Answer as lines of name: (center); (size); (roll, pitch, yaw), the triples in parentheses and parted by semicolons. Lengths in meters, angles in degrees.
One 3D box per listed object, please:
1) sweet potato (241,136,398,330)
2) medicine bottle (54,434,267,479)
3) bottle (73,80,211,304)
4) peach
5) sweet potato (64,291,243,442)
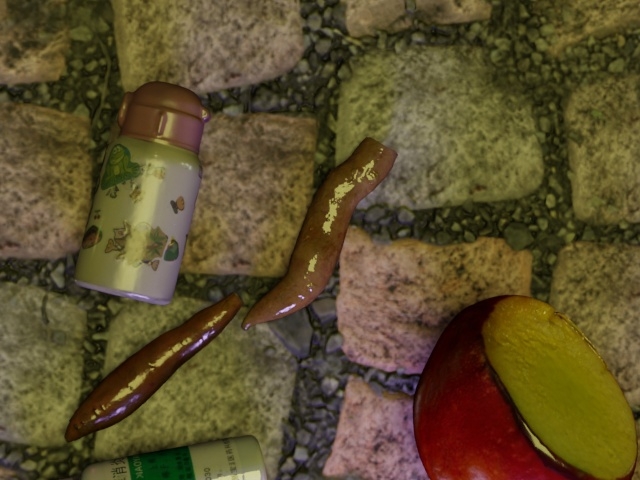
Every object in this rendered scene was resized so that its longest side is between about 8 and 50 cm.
sweet potato: (0.000, 0.000, 1.510); (0.067, 0.059, 0.281); (30, 84, -1)
medicine bottle: (-0.195, 0.295, 1.458); (0.260, 0.095, 0.095); (-10, 93, -11)
bottle: (-0.202, -0.059, 1.441); (0.120, 0.120, 0.253); (13, 87, -11)
peach: (0.226, 0.206, 1.468); (0.245, 0.248, 0.274); (-31, 88, 13)
sweet potato: (-0.200, 0.150, 1.474); (0.264, 0.057, 0.057); (-41, 98, -8)
